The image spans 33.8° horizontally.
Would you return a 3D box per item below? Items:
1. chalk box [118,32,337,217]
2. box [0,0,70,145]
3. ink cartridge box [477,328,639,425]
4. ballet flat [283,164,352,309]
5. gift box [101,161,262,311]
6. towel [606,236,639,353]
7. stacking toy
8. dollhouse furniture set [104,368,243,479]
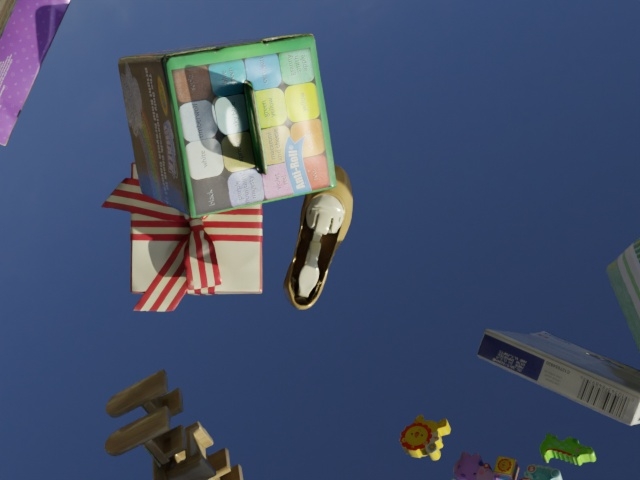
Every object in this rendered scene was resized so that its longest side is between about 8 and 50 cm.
[{"bbox_3d":[-0.100,-0.135,1.198,0.179,0.180,0.289,-13,-166,-22],"label":"chalk box"},{"bbox_3d":[-0.343,-0.269,1.248,0.293,0.057,0.201,-64,-156,6],"label":"box"},{"bbox_3d":[0.349,0.179,1.403,0.223,0.224,0.045,23,-83,32],"label":"ink cartridge box"},{"bbox_3d":[0.000,0.000,1.614,0.080,0.232,0.073,13,-168,-3],"label":"ballet flat"},{"bbox_3d":[-0.233,-0.005,1.850,0.276,0.255,0.258,-5,176,-6],"label":"gift box"},{"bbox_3d":[0.526,0.094,1.512,0.038,0.325,0.248,-15,-108,-12],"label":"towel"},{"bbox_3d":[0.217,0.278,1.214,0.221,0.167,0.052,3,-129,29],"label":"stacking toy"},{"bbox_3d":[-0.213,0.339,1.366,0.161,0.212,0.242,-28,-149,7],"label":"dollhouse furniture set"}]
